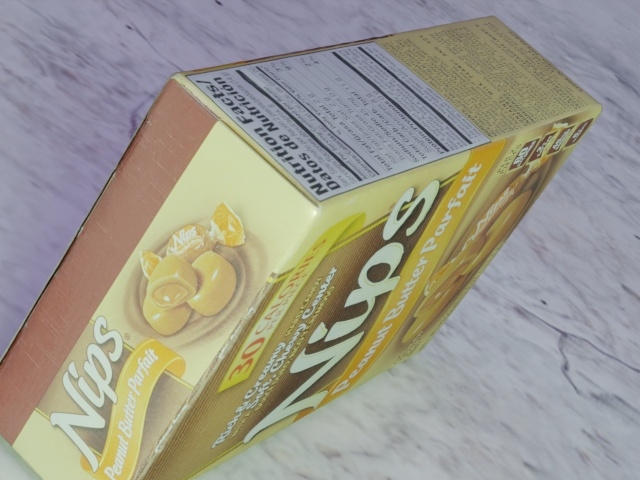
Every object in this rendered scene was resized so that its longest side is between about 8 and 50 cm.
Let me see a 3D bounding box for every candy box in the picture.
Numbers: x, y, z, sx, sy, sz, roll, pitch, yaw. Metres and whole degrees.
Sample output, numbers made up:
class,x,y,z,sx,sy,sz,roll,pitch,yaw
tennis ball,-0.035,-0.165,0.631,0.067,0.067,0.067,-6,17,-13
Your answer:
class,x,y,z,sx,sy,sz,roll,pitch,yaw
candy box,0.000,0.000,0.814,0.087,0.183,0.316,41,27,14
